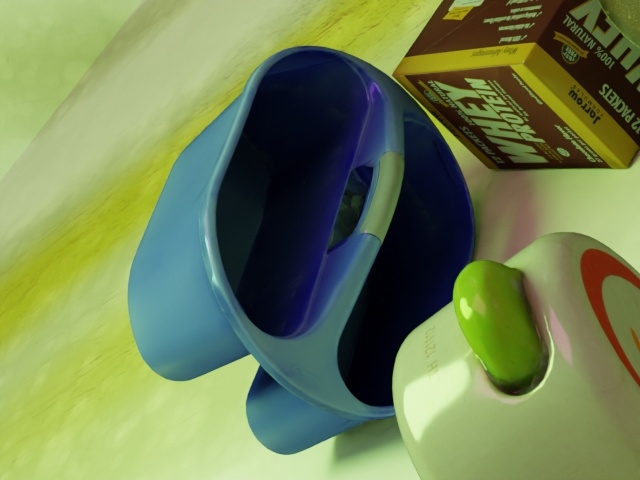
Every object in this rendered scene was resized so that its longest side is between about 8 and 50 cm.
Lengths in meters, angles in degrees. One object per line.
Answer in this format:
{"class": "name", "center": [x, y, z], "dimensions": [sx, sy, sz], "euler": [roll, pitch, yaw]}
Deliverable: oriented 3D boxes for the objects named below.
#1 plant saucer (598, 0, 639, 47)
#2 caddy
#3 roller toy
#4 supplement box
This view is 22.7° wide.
{"class": "plant saucer", "center": [0.335, -0.248, 1.126], "dimensions": [0.310, 0.050, 0.311], "euler": [-13, 53, 18]}
{"class": "caddy", "center": [0.000, 0.000, 1.263], "dimensions": [0.179, 0.241, 0.341], "euler": [-34, 28, 41]}
{"class": "roller toy", "center": [0.141, 0.108, 0.920], "dimensions": [0.146, 0.209, 0.191], "euler": [-38, -9, 23]}
{"class": "supplement box", "center": [0.198, -0.172, 1.309], "dimensions": [0.194, 0.129, 0.191], "euler": [-56, 25, -15]}
